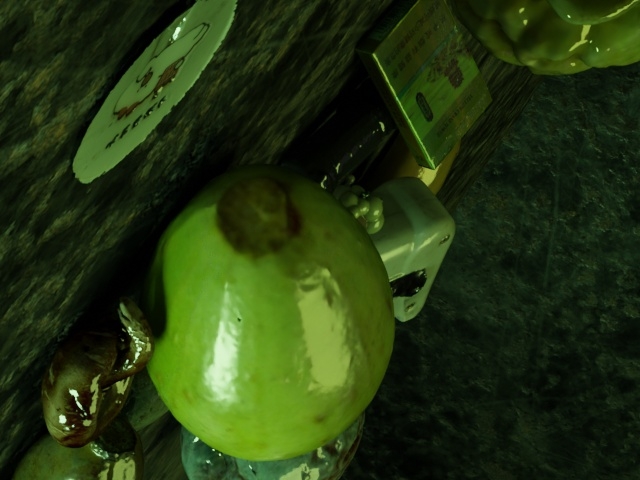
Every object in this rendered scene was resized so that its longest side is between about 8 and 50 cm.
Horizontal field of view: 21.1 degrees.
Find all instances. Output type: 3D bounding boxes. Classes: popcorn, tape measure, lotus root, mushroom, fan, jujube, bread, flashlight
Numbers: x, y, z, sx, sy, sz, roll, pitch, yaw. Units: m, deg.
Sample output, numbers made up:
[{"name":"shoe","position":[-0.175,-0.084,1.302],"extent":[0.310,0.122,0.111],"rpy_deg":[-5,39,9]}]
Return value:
[{"name":"popcorn","position":[0.288,-0.319,1.815],"extent":[0.334,0.292,0.293],"rpy_deg":[-47,176,-6]},{"name":"tape measure","position":[0.070,0.042,2.484],"extent":[0.265,0.130,0.258],"rpy_deg":[-24,156,-29]},{"name":"lotus root","position":[-0.205,0.168,1.873],"extent":[0.165,0.088,0.088],"rpy_deg":[-46,176,28]},{"name":"mushroom","position":[-0.210,0.119,1.621],"extent":[0.170,0.080,0.135],"rpy_deg":[-58,-177,31]},{"name":"lotus root","position":[-0.263,0.268,1.813],"extent":[0.124,0.123,0.241],"rpy_deg":[-18,145,-47]},{"name":"fan","position":[-0.101,-0.160,1.260],"extent":[0.191,0.009,0.329],"rpy_deg":[-44,171,-42]},{"name":"jujube","position":[-0.066,0.273,2.545],"extent":[0.308,0.246,0.215],"rpy_deg":[-25,164,-50]},{"name":"bread","position":[0.133,-0.097,2.589],"extent":[0.217,0.098,0.147],"rpy_deg":[-57,167,23]},{"name":"flashlight","position":[0.042,-0.131,1.985],"extent":[0.232,0.093,0.093],"rpy_deg":[-43,169,-26]}]

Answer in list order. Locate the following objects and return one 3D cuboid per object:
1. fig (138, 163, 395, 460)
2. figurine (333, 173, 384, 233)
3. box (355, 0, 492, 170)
[{"name":"fig","position":[-0.049,0.056,1.662],"extent":[0.258,0.258,0.326],"rpy_deg":[-48,157,-31]},{"name":"figurine","position":[0.001,0.000,2.259],"extent":[0.197,0.093,0.147],"rpy_deg":[-50,161,-13]},{"name":"box","position":[0.121,-0.188,1.954],"extent":[0.121,0.030,0.193],"rpy_deg":[-49,135,-19]}]
